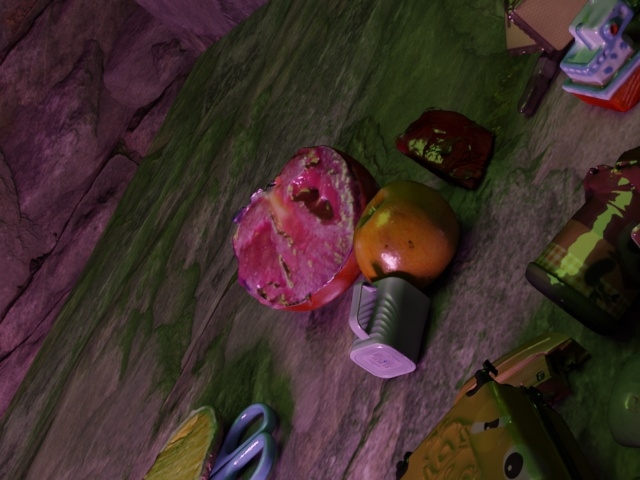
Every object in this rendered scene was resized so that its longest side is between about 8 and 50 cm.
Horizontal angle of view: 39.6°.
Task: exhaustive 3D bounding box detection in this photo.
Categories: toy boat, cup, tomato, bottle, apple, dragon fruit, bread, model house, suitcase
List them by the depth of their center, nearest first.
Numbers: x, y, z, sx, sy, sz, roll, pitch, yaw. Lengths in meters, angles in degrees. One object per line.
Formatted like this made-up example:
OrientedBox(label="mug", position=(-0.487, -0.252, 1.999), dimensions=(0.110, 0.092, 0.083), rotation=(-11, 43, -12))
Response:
OrientedBox(label="suitcase", position=(0.191, 0.271, 0.931), dimensions=(0.194, 0.143, 0.235), rotation=(-54, 21, 19))
OrientedBox(label="bottle", position=(0.371, -0.028, 1.067), dimensions=(0.271, 0.143, 0.156), rotation=(-53, -17, 5))
OrientedBox(label="toy boat", position=(0.246, 0.186, 1.118), dimensions=(0.200, 0.057, 0.077), rotation=(-38, 35, 28))
OrientedBox(label="toy boat", position=(0.489, -0.358, 1.334), dimensions=(0.332, 0.133, 0.145), rotation=(-51, 24, 1))
OrientedBox(label="cup", position=(0.096, 0.125, 1.369), dimensions=(0.095, 0.128, 0.129), rotation=(-25, 38, 41))
OrientedBox(label="apple", position=(0.134, -0.007, 1.439), dimensions=(0.182, 0.155, 0.182), rotation=(-41, 25, 23))
OrientedBox(label="model house", position=(0.360, -0.369, 1.488), dimensions=(0.278, 0.218, 0.205), rotation=(-61, 25, -8))
OrientedBox(label="dragon fruit", position=(0.225, -0.169, 1.551), dimensions=(0.120, 0.127, 0.161), rotation=(-58, 24, 6))
OrientedBox(label="bread", position=(-0.262, 0.435, 1.599), dimensions=(0.301, 0.045, 0.301), rotation=(-50, 17, 21))
OrientedBox(label="tomato", position=(0.000, 0.004, 1.652), dimensions=(0.335, 0.176, 0.289), rotation=(-47, 45, 22))

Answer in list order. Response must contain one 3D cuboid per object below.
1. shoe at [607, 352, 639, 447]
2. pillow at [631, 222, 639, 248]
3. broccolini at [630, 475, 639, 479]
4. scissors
OrientedBox(label="shoe", position=(0.330, 0.157, 0.872), dimensions=(0.251, 0.100, 0.103), rotation=(121, 150, -77))
OrientedBox(label="pillow", position=(0.461, -0.029, 0.959), dimensions=(0.232, 0.126, 0.043), rotation=(-40, 4, 20))
OrientedBox(label="broccolini", position=(0.304, 0.275, 0.927), dimensions=(0.239, 0.051, 0.054), rotation=(-39, 31, 41))
OrientedBox(label="scissors", position=(-0.230, 0.466, 1.586), dimensions=(0.447, 0.029, 0.192), rotation=(-45, 25, 20))
